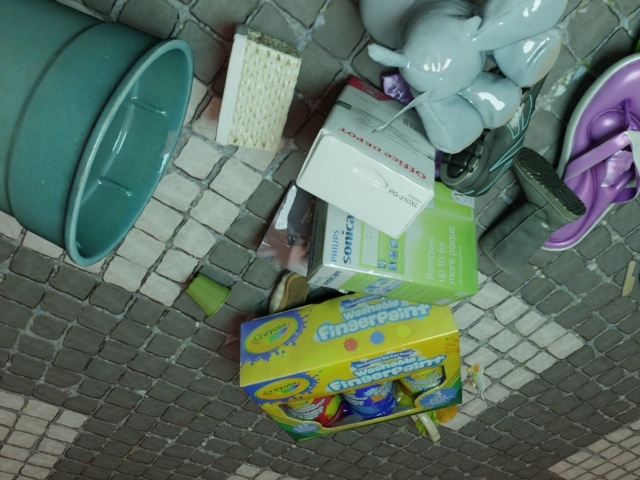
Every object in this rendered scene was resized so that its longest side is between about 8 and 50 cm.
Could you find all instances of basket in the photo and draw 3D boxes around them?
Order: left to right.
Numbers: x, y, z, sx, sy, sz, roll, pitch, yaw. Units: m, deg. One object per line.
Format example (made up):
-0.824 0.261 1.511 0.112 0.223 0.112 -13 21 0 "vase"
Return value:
-0.102 -0.237 0.664 0.103 0.113 0.167 11 122 -17 "basket"

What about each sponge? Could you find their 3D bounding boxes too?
0.182 -0.207 0.756 0.117 0.031 0.210 -12 124 5 "sponge"

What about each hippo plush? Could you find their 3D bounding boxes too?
0.155 -0.277 0.596 0.294 0.237 0.234 -24 147 -6 "hippo plush"

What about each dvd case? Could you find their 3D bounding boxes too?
0.000 0.000 0.857 0.221 0.018 0.165 25 98 -21 "dvd case"

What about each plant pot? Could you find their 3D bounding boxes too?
-0.401 -0.184 0.562 0.334 0.341 0.341 24 119 -11 "plant pot"
-0.253 0.115 0.917 0.079 0.083 0.083 43 112 -15 "plant pot"

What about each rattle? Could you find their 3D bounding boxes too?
0.306 0.464 1.204 0.142 0.130 0.200 -30 95 3 "rattle"

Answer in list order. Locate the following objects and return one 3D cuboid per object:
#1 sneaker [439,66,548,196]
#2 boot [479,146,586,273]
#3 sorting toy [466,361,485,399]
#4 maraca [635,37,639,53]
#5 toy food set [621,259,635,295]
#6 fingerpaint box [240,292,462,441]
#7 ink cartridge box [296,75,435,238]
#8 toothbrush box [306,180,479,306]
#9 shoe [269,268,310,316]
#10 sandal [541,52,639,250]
0.310 -0.198 0.726 0.106 0.101 0.267 23 104 -37 "sneaker"
0.396 -0.055 0.842 0.076 0.190 0.208 -17 156 -22 "boot"
0.444 0.399 1.165 0.044 0.075 0.083 -12 124 3 "sorting toy"
0.594 -0.303 0.685 0.127 0.099 0.186 12 150 34 "maraca"
0.842 0.080 1.002 0.192 0.039 0.132 -15 124 6 "toy food set"
0.088 0.295 0.971 0.444 0.163 0.371 -16 135 6 "fingerpaint box"
0.081 -0.138 0.644 0.172 0.237 0.100 28 129 -6 "ink cartridge box"
0.131 -0.009 0.766 0.283 0.206 0.122 11 157 -11 "toothbrush box"
-0.074 0.137 0.960 0.076 0.058 0.219 -1 131 -29 "shoe"
0.520 -0.119 0.759 0.169 0.102 0.416 5 134 5 "sandal"
